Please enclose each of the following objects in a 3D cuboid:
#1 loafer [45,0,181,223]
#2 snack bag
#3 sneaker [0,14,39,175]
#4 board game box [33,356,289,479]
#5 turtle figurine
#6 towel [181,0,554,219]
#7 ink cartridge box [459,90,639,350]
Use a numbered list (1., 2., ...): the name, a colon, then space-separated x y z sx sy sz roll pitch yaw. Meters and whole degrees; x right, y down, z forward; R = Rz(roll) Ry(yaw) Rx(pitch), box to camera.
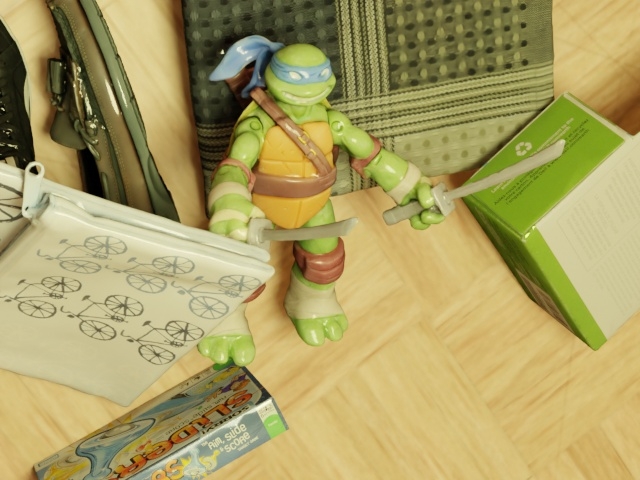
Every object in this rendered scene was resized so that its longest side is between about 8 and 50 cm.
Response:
1. loafer: -0.179 -0.073 1.365 0.084 0.096 0.268 -21 110 -6
2. snack bag: -0.248 0.026 1.264 0.342 0.323 0.037 20 60 -20
3. sneaker: -0.254 -0.085 1.320 0.079 0.121 0.217 -13 106 -15
4. board game box: -0.137 0.175 1.408 0.201 0.136 0.035 -29 109 -10
5. turtle figurine: 0.000 0.000 1.311 0.274 0.198 0.266 28 133 15
6. towel: 0.045 -0.184 1.398 0.324 0.056 0.312 -11 119 -11
7. ink cartridge box: 0.273 -0.057 1.472 0.255 0.097 0.189 -43 135 -5
